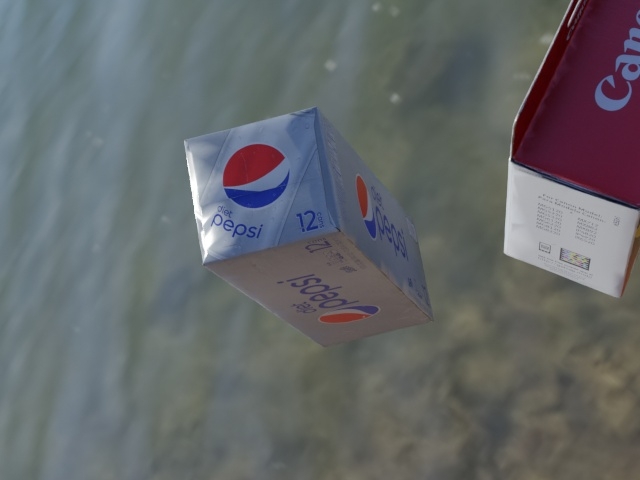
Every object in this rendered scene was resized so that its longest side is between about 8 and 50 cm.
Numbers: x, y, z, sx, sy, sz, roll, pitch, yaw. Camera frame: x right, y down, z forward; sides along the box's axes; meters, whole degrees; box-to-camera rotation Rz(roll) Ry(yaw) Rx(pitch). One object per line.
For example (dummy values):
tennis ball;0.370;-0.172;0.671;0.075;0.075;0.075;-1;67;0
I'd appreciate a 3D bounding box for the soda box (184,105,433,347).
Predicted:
soda box;0.000;0.000;1.058;0.098;0.286;0.091;-14;72;13

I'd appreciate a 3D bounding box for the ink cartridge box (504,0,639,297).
ink cartridge box;0.288;-0.146;1.364;0.130;0.272;0.309;22;70;15
